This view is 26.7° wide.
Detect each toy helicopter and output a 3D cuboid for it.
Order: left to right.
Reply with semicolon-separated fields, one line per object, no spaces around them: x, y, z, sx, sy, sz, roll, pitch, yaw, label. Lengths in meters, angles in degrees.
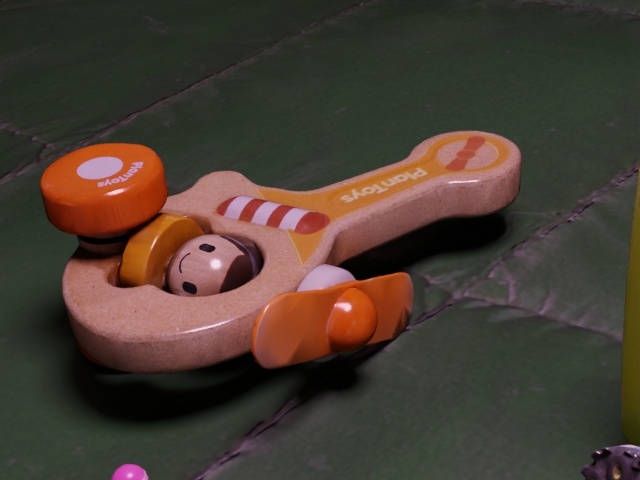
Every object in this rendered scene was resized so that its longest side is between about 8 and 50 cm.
0.000;0.000;0.925;0.355;0.140;0.235;-21;32;-24;toy helicopter

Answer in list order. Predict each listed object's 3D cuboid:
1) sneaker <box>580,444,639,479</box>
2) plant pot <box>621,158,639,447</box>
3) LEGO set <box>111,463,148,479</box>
0.220;0.160;0.632;0.086;0.085;0.237;1;13;-39;sneaker
0.310;0.026;0.692;0.228;0.227;0.207;-26;39;-28;plant pot
-0.068;0.188;0.633;0.132;0.107;0.287;-30;34;-31;LEGO set
